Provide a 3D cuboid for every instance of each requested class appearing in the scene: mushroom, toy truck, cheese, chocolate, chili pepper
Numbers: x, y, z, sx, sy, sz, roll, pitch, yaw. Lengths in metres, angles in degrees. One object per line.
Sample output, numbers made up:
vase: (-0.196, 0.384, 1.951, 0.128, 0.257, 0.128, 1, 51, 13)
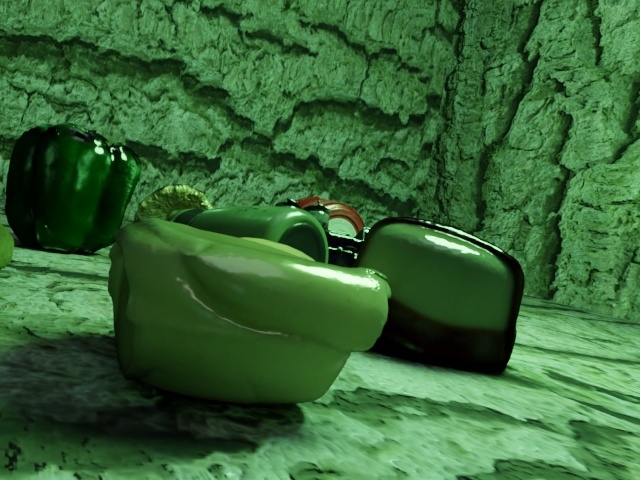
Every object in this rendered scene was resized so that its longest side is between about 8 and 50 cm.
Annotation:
mushroom: (-0.414, -0.039, 1.639, 0.208, 0.233, 0.301, 54, 14, -5)
toy truck: (0.001, 0.032, 1.279, 0.364, 0.176, 0.178, 10, -20, -15)
cheese: (-0.075, 0.059, 0.549, 0.233, 0.127, 0.266, 10, 3, -22)
chocolate: (0.162, 0.065, 0.884, 0.284, 0.186, 0.283, 10, 1, 0)
chili pepper: (-0.513, -0.102, 1.246, 0.249, 0.256, 0.233, 11, -4, -37)

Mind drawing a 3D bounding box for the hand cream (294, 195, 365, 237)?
hand cream: (0.000, 0.000, 1.573, 0.230, 0.230, 0.149, 10, 2, -35)

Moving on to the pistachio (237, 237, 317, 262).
pistachio: (-0.058, 0.059, 0.776, 0.201, 0.117, 0.145, 11, 15, 18)

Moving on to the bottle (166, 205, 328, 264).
bottle: (-0.159, 0.014, 1.092, 0.347, 0.168, 0.169, 7, -2, 42)

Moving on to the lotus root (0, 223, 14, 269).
lotus root: (-0.435, 0.010, 0.728, 0.091, 0.077, 0.183, 3, 1, -14)
